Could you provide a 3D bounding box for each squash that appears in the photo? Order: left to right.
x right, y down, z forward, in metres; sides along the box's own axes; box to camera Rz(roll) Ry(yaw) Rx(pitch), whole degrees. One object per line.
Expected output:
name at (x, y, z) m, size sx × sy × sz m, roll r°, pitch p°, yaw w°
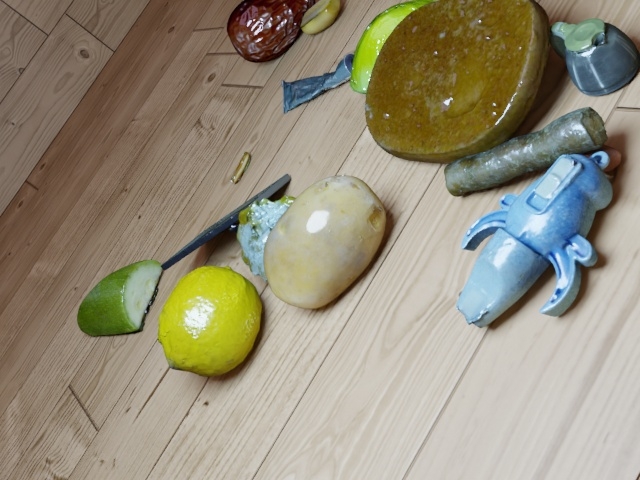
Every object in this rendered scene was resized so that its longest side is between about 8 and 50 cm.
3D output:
squash at (-0.492, 0.130, 1.605) m, size 0.252 × 0.093 × 0.169 m, roll -10°, pitch 55°, yaw 44°

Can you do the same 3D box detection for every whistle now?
whistle at (0.270, -0.002, 0.859) m, size 0.269 × 0.093 × 0.180 m, roll -53°, pitch 40°, yaw 10°

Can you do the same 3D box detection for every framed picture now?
framed picture at (-0.192, -0.038, 1.388) m, size 0.265 × 0.018 × 0.192 m, roll -31°, pitch 9°, yaw 28°

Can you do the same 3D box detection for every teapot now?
teapot at (0.370, -0.261, 0.954) m, size 0.124 × 0.091 × 0.092 m, roll 1°, pitch 60°, yaw 49°

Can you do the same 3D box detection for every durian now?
durian at (0.155, -0.371, 1.296) m, size 0.250 × 0.101 × 0.139 m, roll -39°, pitch 72°, yaw 19°

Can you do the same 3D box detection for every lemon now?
lemon at (-0.191, 0.139, 1.187) m, size 0.180 × 0.180 × 0.193 m, roll -33°, pitch 40°, yaw 26°

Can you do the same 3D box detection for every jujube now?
jujube at (-0.122, -0.554, 1.722) m, size 0.236 × 0.168 × 0.168 m, roll -36°, pitch 37°, yaw 4°

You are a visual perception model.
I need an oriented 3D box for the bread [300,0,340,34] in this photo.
bread at (0.005, -0.540, 1.645) m, size 0.115 × 0.056 × 0.082 m, roll -27°, pitch 39°, yaw 40°

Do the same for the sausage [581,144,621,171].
sausage at (0.353, -0.113, 0.895) m, size 0.034 × 0.034 × 0.083 m, roll -52°, pitch 33°, yaw 1°

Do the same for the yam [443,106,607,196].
yam at (0.268, -0.114, 0.939) m, size 0.253 × 0.061 × 0.061 m, roll -20°, pitch 46°, yaw 53°

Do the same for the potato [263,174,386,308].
potato at (0.000, 0.000, 1.097) m, size 0.234 × 0.146 × 0.150 m, roll -51°, pitch 46°, yaw 3°

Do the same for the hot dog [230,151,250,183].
hot dog at (-0.182, -0.166, 1.569) m, size 0.083 × 0.021 × 0.037 m, roll -64°, pitch 15°, yaw -11°

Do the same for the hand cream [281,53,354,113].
hand cream at (-0.005, -0.351, 1.496) m, size 0.248 × 0.052 × 0.075 m, roll -10°, pitch 52°, yaw 44°

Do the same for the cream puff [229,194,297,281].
cream puff at (-0.071, -0.004, 1.229) m, size 0.121 × 0.156 × 0.156 m, roll 101°, pitch -177°, yaw -61°

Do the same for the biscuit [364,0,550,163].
biscuit at (0.211, -0.279, 1.102) m, size 0.367 × 0.063 × 0.314 m, roll 14°, pitch 88°, yaw 56°
